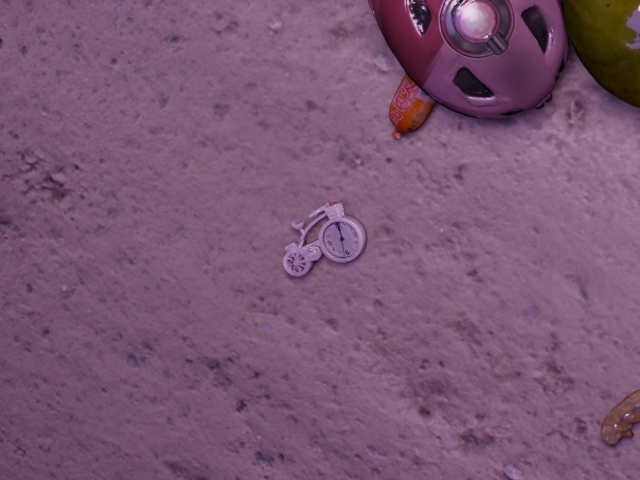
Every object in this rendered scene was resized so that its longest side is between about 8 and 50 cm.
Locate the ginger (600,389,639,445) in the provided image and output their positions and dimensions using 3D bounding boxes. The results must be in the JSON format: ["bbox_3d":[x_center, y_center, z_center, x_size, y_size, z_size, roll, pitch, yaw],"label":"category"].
[{"bbox_3d":[0.435,0.213,1.264,0.173,0.051,0.069,-12,91,31],"label":"ginger"}]

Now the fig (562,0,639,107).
[{"bbox_3d":[0.368,-0.259,1.119,0.203,0.203,0.225,-59,37,24],"label":"fig"}]

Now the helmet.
[{"bbox_3d":[0.184,-0.244,1.168,0.198,0.154,0.253,-40,124,13],"label":"helmet"}]

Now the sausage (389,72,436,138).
[{"bbox_3d":[0.171,-0.277,1.262,0.053,0.053,0.348,34,114,14],"label":"sausage"}]

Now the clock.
[{"bbox_3d":[0.000,0.000,1.413,0.129,0.041,0.087,-26,94,22],"label":"clock"}]
